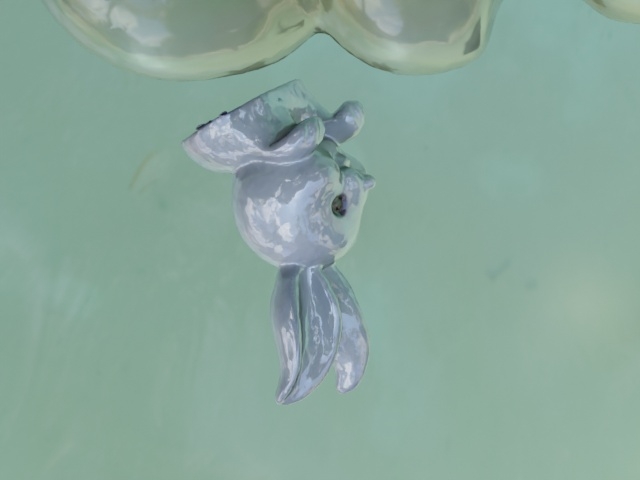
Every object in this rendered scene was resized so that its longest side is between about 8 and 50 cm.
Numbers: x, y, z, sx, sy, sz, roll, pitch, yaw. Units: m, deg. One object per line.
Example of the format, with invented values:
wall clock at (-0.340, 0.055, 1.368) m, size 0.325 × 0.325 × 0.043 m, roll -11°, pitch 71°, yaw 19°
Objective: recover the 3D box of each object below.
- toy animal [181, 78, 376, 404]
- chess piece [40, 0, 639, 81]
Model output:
toy animal at (-0.002, -0.002, 0.873) m, size 0.130 × 0.103 × 0.221 m, roll -26°, pitch 88°, yaw 20°
chess piece at (0.058, -0.132, 0.416) m, size 0.330 × 0.182 × 0.182 m, roll -4°, pitch 121°, yaw 6°
